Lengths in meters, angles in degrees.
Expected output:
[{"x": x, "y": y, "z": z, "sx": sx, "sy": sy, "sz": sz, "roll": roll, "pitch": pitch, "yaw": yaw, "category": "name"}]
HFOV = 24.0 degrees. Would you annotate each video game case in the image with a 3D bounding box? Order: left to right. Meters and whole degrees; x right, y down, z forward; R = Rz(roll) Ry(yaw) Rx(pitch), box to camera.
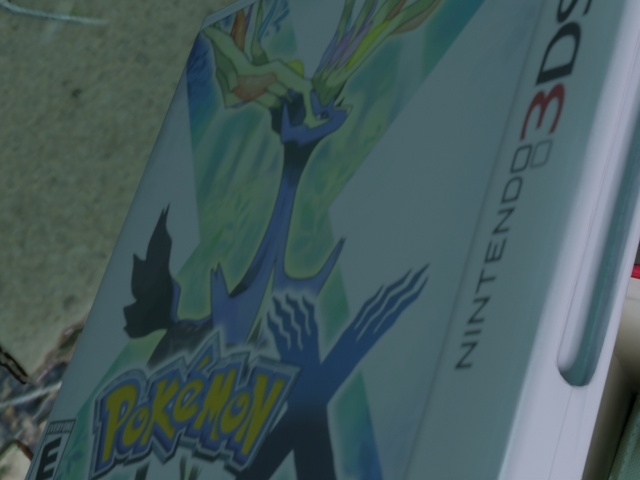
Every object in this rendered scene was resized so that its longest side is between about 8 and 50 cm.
[{"x": 0.000, "y": 0.000, "z": 0.592, "sx": 0.329, "sy": 0.036, "sz": 0.300, "roll": -14, "pitch": 52, "yaw": 54, "category": "video game case"}]

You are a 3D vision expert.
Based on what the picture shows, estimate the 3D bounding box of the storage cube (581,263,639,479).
[{"x": 0.158, "y": 0.138, "z": 0.520, "sx": 0.215, "sy": 0.193, "sz": 0.183, "roll": 14, "pitch": 73, "yaw": 25, "category": "storage cube"}]
